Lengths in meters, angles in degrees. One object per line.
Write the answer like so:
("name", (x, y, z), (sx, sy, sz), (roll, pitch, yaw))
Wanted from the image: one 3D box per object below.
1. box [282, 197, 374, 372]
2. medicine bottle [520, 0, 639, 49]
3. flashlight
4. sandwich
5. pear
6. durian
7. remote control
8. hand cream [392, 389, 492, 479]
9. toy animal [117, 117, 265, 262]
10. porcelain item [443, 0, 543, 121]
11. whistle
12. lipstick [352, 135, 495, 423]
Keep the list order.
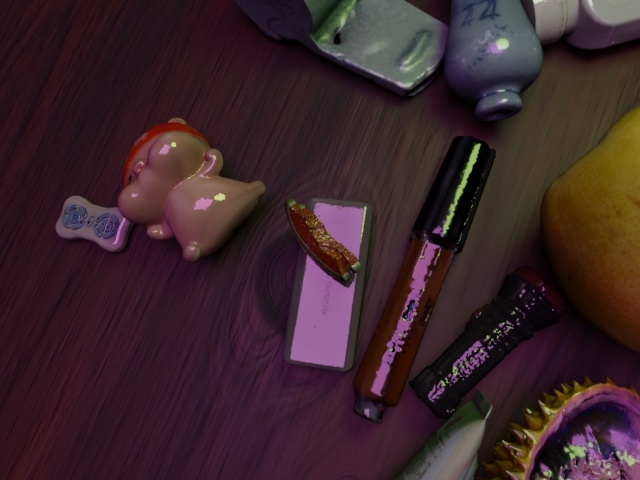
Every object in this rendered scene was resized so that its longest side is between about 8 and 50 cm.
("box", (0.013, 0.063, 0.783), (0.103, 0.055, 0.243), (7, 78, 9))
("medicine bottle", (0.441, -0.377, 0.800), (0.296, 0.111, 0.161), (-14, 71, 5))
("flashlight", (0.219, 0.137, 0.726), (0.232, 0.093, 0.093), (-42, 75, 1))
("sandwich", (-0.002, -0.001, 0.737), (0.029, 0.067, 0.135), (-36, 85, -25))
("pear", (0.419, -0.005, 0.621), (0.314, 0.314, 0.314), (-2, 77, 7))
("durian", (0.268, 0.274, 0.639), (0.260, 0.186, 0.154), (-27, 72, -31))
("remote control", (-0.361, -0.027, 0.865), (0.122, 0.032, 0.074), (13, 79, 10))
("hand cream", (0.120, 0.322, 0.677), (0.093, 0.147, 0.306), (32, 89, 14))
("toy animal", (-0.199, -0.078, 0.794), (0.198, 0.171, 0.171), (40, 85, 11))
("porcelain item", (0.243, -0.306, 0.787), (0.141, 0.141, 0.259), (-6, 83, 6))
("whistle", (0.012, -0.386, 0.850), (0.405, 0.188, 0.168), (40, 78, -19))
("lipstick", (0.144, 0.049, 0.760), (0.077, 0.077, 0.418), (22, 81, 12))
